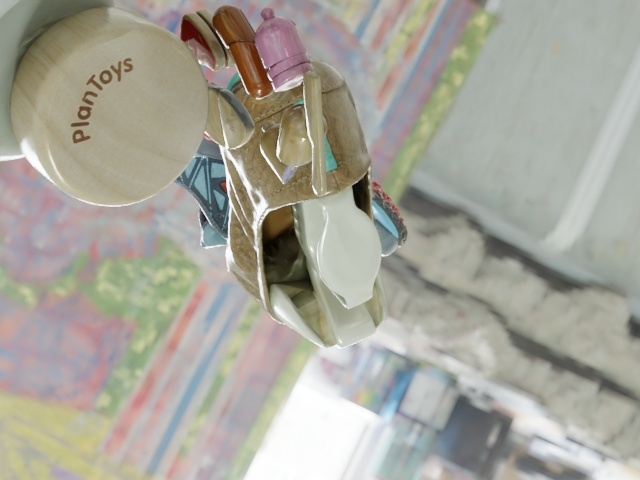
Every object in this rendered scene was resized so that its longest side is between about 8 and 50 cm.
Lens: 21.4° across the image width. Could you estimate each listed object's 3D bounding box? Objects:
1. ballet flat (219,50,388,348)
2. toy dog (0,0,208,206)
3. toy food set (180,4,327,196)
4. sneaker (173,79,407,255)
[{"bbox_3d":[0.000,0.000,1.154,0.124,0.116,0.342,60,168,22],"label":"ballet flat"},{"bbox_3d":[-0.180,-0.149,0.692,0.220,0.161,0.334,4,122,62],"label":"toy dog"},{"bbox_3d":[-0.027,-0.069,0.735,0.122,0.019,0.078,37,139,46],"label":"toy food set"},{"bbox_3d":[-0.053,-0.042,1.443,0.261,0.125,0.104,29,-170,-7],"label":"sneaker"}]
